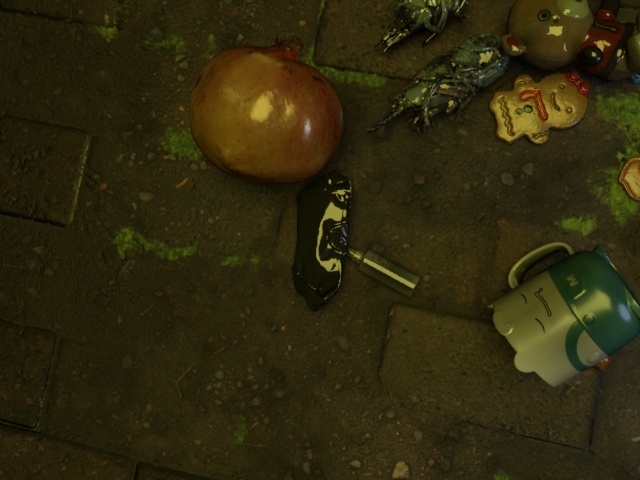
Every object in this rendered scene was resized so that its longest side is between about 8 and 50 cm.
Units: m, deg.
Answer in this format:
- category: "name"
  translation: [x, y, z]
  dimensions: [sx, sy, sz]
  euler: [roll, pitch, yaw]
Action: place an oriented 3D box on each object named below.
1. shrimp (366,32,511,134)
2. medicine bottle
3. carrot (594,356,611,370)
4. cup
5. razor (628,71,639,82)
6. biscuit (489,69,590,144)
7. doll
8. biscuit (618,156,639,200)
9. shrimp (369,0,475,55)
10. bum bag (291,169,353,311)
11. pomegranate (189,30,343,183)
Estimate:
- category: "shrimp"
  translation: [0.270, -0.334, 1.571]
  dimensions: [0.372, 0.172, 0.137]
  euler: [-43, 88, -4]
- category: "medicine bottle"
  translation: [0.129, 0.060, 1.626]
  dimensions: [0.199, 0.057, 0.057]
  euler: [29, 91, 9]
- category: "carrot"
  translation: [0.580, 0.186, 1.572]
  dimensions: [0.048, 0.048, 0.216]
  euler: [-25, 80, 5]
- category: "cup"
  translation: [0.506, 0.134, 1.488]
  dimensions: [0.258, 0.219, 0.289]
  euler: [-36, 42, 20]
- category: "razor"
  translation: [0.782, -0.447, 1.575]
  dimensions: [0.253, 0.042, 0.082]
  euler: [-46, 63, 4]
- category: "biscuit"
  translation: [0.501, -0.302, 1.607]
  dimensions: [0.226, 0.036, 0.165]
  euler: [-13, 84, 6]
- category: "doll"
  translation: [0.567, -0.441, 1.536]
  dimensions: [0.330, 0.174, 0.235]
  euler: [24, 64, 15]
- category: "biscuit"
  translation: [0.730, -0.138, 1.577]
  dimensions: [0.131, 0.019, 0.102]
  euler: [6, 87, 8]
- category: "shrimp"
  translation: [0.282, -0.570, 1.595]
  dimensions: [0.410, 0.166, 0.221]
  euler: [-40, 81, -8]
- category: "bum bag"
  translation: [0.000, 0.000, 1.627]
  dimensions: [0.142, 0.080, 0.326]
  euler: [5, 87, 34]
- category: "pomegranate"
  translation: [-0.112, -0.287, 1.536]
  dimensions: [0.338, 0.338, 0.338]
  euler: [0, 87, 7]
